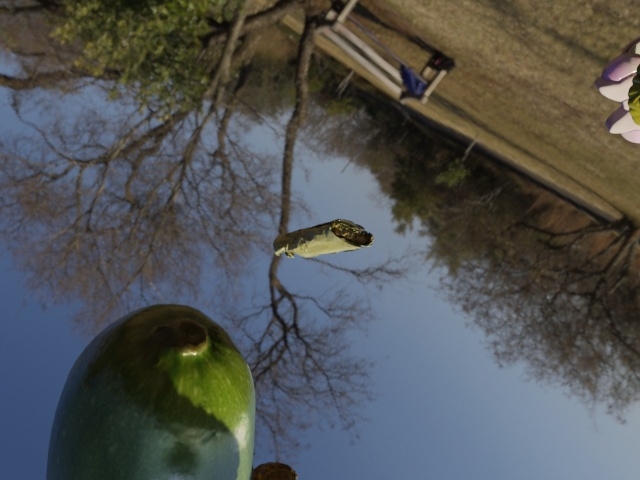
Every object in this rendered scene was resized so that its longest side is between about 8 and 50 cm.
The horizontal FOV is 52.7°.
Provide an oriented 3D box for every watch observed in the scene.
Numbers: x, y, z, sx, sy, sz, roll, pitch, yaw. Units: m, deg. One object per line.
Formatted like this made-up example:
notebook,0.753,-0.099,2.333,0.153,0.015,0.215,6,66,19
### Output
watch,0.729,-0.349,1.378,0.211,0.248,0.217,61,-146,-30

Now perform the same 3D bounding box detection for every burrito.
burrito,0.000,0.000,0.939,0.055,0.149,0.041,41,-133,-50

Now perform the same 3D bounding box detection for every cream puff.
cream puff,-0.120,0.573,1.452,0.115,0.165,0.150,26,169,43

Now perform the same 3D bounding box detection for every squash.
squash,-0.231,0.227,0.857,0.310,0.309,0.310,4,-131,-5

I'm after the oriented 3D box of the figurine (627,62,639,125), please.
figurine,0.694,-0.235,1.069,0.168,0.187,0.315,64,176,-30
